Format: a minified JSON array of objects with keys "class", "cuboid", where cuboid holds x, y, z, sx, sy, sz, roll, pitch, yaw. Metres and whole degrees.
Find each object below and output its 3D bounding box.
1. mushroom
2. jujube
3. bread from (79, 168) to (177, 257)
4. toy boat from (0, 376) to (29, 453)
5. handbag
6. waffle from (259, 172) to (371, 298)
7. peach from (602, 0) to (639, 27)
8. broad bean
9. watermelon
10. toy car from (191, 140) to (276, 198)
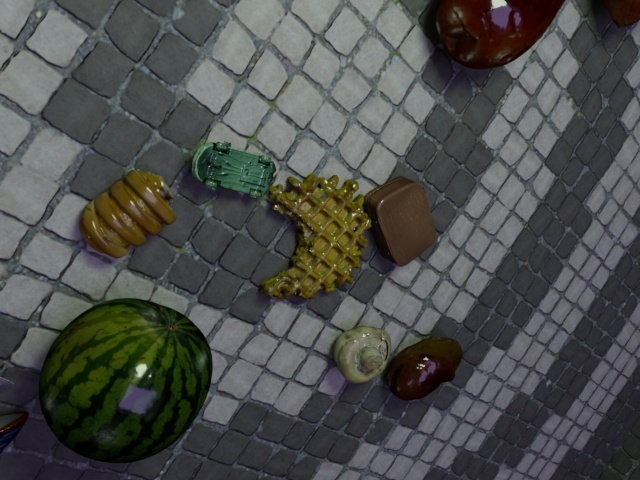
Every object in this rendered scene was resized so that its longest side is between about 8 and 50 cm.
[{"class":"mushroom","cuboid":[0.108,0.275,1.364,0.154,0.122,0.154,-7,105,-26]},{"class":"jujube","cuboid":[0.388,-0.501,1.180,0.318,0.223,0.223,-42,124,-19]},{"class":"bread","cuboid":[-0.340,-0.045,1.005,0.177,0.084,0.119,-40,123,-6]},{"class":"toy boat","cuboid":[-0.655,0.267,0.958,0.219,0.072,0.318,-28,117,-22]},{"class":"handbag","cuboid":[0.191,-0.050,1.315,0.151,0.072,0.193,-34,120,-14]},{"class":"waffle","cuboid":[0.000,0.000,1.227,0.260,0.069,0.292,-5,113,-27]},{"class":"peach","cuboid":[0.764,-0.636,1.327,0.233,0.232,0.256,17,102,-34]},{"class":"broad bean","cuboid":[0.284,0.340,1.491,0.229,0.122,0.156,-17,114,-20]},{"class":"watermelon","cuboid":[-0.342,0.243,0.998,0.286,0.285,0.284,-11,114,-26]},{"class":"toy car","cuboid":[-0.167,-0.140,1.080,0.186,0.058,0.093,9,104,-45]}]
